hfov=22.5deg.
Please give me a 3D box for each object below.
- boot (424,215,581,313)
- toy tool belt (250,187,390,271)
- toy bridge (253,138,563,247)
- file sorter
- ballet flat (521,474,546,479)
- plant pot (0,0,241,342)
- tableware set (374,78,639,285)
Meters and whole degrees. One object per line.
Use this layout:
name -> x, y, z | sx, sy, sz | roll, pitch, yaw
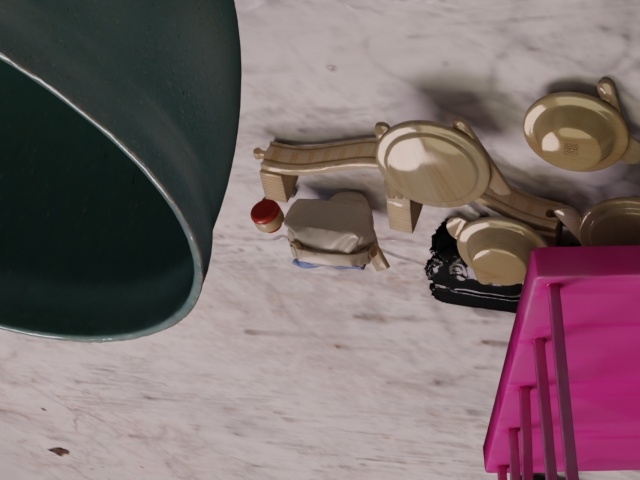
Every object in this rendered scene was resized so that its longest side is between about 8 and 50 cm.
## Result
boot -> 0.120, 0.036, 0.995 | 0.099, 0.045, 0.121 | 7, 143, 21
toy tool belt -> 0.000, 0.000, 1.005 | 0.083, 0.052, 0.051 | 5, 141, 30
toy bridge -> 0.048, -0.032, 0.940 | 0.188, 0.026, 0.063 | 13, 150, 15
file sorter -> 0.212, 0.148, 0.926 | 0.202, 0.182, 0.291 | -1, 152, -1
ballet flat -> 0.227, 0.226, 1.265 | 0.173, 0.049, 0.057 | 9, 152, 21
plant pot -> -0.159, -0.109, 0.754 | 0.293, 0.196, 0.293 | 16, 152, 9
tableware set -> 0.117, -0.024, 0.876 | 0.168, 0.020, 0.141 | -8, 133, 31
